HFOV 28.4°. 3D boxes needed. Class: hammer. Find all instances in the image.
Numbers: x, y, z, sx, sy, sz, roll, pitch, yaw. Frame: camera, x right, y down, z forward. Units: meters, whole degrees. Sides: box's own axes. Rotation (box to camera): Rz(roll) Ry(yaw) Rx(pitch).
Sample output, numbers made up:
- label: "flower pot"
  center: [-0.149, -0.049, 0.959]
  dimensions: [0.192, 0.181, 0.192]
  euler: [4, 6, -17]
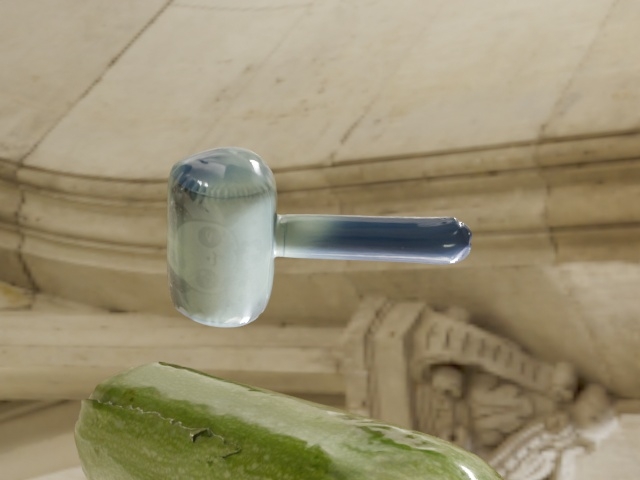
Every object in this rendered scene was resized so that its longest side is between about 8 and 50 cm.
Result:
- label: "hammer"
  center: [0.000, 0.000, 0.801]
  dimensions: [0.069, 0.193, 0.116]
  euler: [-99, 12, -60]

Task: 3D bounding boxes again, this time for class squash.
- label: "squash"
  center: [-0.018, 0.088, 0.457]
  dimensions: [0.069, 0.239, 0.069]
  euler: [-3, -85, -39]
